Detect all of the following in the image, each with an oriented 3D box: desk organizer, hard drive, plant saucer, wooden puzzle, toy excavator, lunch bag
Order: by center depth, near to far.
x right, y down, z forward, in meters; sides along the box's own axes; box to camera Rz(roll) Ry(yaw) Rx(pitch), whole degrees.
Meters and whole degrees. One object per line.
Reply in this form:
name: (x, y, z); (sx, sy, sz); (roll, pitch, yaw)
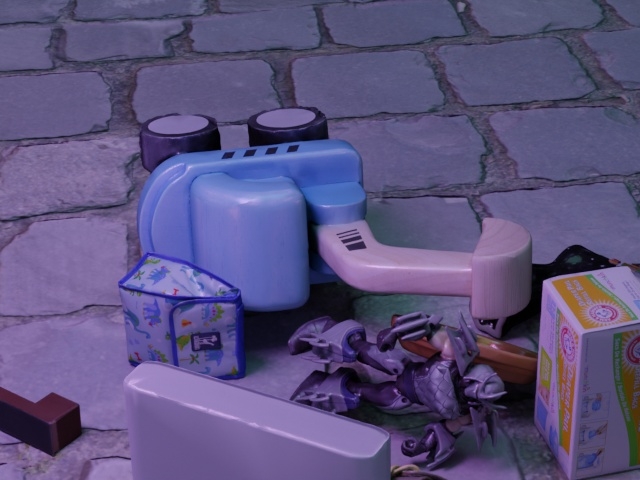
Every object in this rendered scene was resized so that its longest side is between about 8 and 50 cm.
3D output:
hard drive: (-0.051, 0.285, 1.309); (0.233, 0.353, 0.047); (14, 34, 24)
desk organizer: (-0.343, 0.199, 1.776); (0.130, 0.047, 0.050); (19, 34, 31)
plant saucer: (0.176, 0.131, 1.799); (0.199, 0.037, 0.200); (16, 2, -1)
lunch bag: (-0.162, 0.100, 1.854); (0.151, 0.129, 0.096); (12, 38, 19)
toy excavator: (0.000, 0.000, 1.872); (0.432, 0.222, 0.445); (-6, 23, -10)
wooden puzzle: (0.406, 0.040, 1.937); (0.083, 0.006, 0.049); (22, 14, 14)

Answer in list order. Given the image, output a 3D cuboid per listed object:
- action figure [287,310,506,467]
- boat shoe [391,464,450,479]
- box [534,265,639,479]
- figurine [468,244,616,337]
action figure: (0.091, 0.159, 1.707); (0.285, 0.185, 0.099); (3, 18, 41)
boat shoe: (0.105, 0.284, 1.558); (0.324, 0.097, 0.116); (24, 39, 36)
box: (0.307, 0.146, 1.679); (0.103, 0.203, 0.114); (-9, 31, -12)
figurine: (0.335, 0.077, 1.921); (0.209, 0.092, 0.215); (-20, 36, -36)
